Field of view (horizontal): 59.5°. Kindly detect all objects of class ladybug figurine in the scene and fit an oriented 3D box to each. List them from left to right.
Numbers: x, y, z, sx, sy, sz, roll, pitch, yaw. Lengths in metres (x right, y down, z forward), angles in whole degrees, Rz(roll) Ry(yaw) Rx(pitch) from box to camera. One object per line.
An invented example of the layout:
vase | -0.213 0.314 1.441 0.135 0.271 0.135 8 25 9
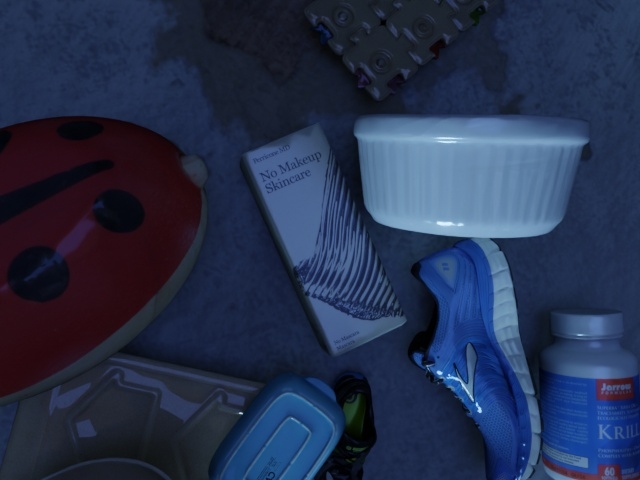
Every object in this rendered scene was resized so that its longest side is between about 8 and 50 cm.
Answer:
ladybug figurine | -0.335 0.006 0.609 0.449 0.162 0.305 -31 75 -7

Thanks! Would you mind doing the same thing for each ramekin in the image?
ramekin | 0.172 -0.083 0.673 0.273 0.273 0.127 0 101 -8

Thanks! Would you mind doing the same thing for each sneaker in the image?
sneaker | 0.032 0.268 0.728 0.067 0.078 0.188 9 88 -8
sneaker | 0.195 0.166 0.748 0.147 0.130 0.329 -13 87 6

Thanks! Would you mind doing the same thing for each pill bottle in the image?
pill bottle | 0.361 0.206 0.755 0.124 0.124 0.221 -2 89 -8

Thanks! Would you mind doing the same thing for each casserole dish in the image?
casserole dish | -0.050 0.245 0.653 0.114 0.037 0.188 37 86 -1

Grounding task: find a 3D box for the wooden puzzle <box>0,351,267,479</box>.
wooden puzzle | -0.215 0.308 0.696 0.348 0.080 0.322 14 86 -3

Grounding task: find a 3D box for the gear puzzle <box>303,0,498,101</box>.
gear puzzle | 0.142 -0.350 0.783 0.339 0.044 0.175 -41 93 -10

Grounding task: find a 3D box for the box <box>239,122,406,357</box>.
box | 0.000 0.000 0.722 0.113 0.094 0.275 -26 93 -8

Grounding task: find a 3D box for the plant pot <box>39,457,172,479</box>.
plant pot | -0.219 0.392 0.541 0.284 0.284 0.190 -24 124 -8
